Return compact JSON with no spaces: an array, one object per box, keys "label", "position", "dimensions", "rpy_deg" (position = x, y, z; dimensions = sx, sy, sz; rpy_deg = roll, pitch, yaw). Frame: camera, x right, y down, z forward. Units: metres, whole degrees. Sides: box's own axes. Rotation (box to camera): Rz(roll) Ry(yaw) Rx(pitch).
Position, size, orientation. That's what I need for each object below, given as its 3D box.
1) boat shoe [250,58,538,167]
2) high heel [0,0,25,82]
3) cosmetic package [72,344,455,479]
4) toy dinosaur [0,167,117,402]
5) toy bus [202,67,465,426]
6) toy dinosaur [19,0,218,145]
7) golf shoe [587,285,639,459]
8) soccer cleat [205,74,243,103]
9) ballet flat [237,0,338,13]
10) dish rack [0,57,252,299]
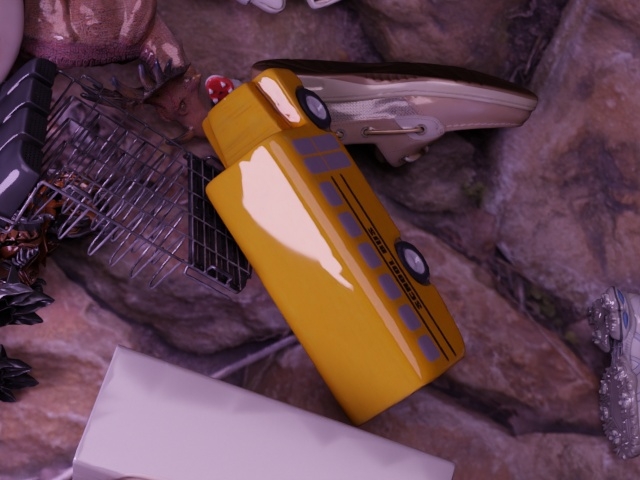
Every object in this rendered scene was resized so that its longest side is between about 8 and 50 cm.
[{"label":"boat shoe","position":[0.075,-0.130,1.358],"dimensions":[0.302,0.109,0.098],"rpy_deg":[1,107,-11]},{"label":"high heel","position":[-0.360,-0.270,1.275],"dimensions":[0.127,0.181,0.377],"rpy_deg":[18,99,-38]},{"label":"cosmetic package","position":[-0.055,0.211,1.149],"dimensions":[0.309,0.160,0.113],"rpy_deg":[18,66,-2]},{"label":"toy dinosaur","position":[-0.339,0.028,1.195],"dimensions":[0.322,0.164,0.218],"rpy_deg":[-25,61,-9]},{"label":"toy bus","position":[0.000,0.000,1.236],"dimensions":[0.333,0.108,0.130],"rpy_deg":[57,27,6]},{"label":"toy dinosaur","position":[-0.239,-0.211,1.315],"dimensions":[0.295,0.127,0.200],"rpy_deg":[8,73,-2]},{"label":"golf shoe","position":[0.324,0.132,1.309],"dimensions":[0.086,0.069,0.176],"rpy_deg":[6,68,-15]},{"label":"soccer cleat","position":[-0.093,-0.154,1.344],"dimensions":[0.029,0.083,0.036],"rpy_deg":[-30,58,21]},{"label":"ballet flat","position":[-0.027,-0.286,1.408],"dimensions":[0.241,0.091,0.077],"rpy_deg":[-11,95,-11]},{"label":"dish rack","position":[-0.183,-0.047,1.215],"dimensions":[0.271,0.074,0.208],"rpy_deg":[31,30,-26]}]
